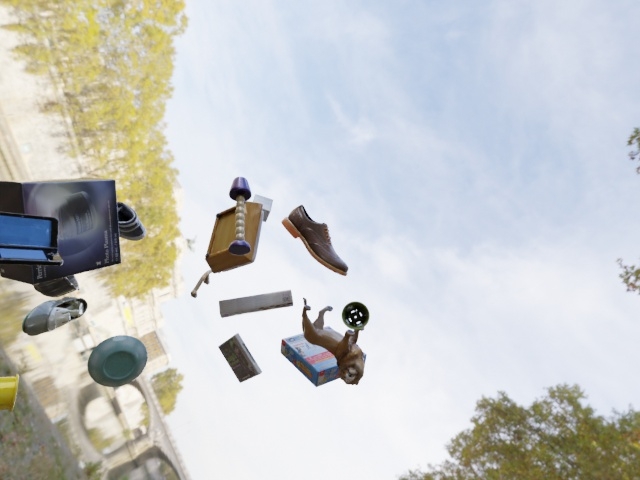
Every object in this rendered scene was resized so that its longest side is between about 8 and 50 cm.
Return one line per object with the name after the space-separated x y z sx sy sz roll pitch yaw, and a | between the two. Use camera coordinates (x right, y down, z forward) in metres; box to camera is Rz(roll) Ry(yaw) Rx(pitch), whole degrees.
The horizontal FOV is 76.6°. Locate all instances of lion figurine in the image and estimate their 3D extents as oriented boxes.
0.043 0.434 1.756 0.392 0.142 0.240 32 -62 29 | lion figurine

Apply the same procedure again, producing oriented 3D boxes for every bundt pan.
-1.148 0.097 1.669 0.331 0.124 0.331 44 -26 29 | bundt pan

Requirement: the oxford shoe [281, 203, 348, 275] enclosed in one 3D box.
0.000 0.000 1.706 0.363 0.133 0.130 44 8 5 | oxford shoe

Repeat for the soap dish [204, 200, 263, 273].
-0.368 -0.020 1.729 0.228 0.118 0.291 -18 -129 32 | soap dish

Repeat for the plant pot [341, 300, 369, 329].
0.106 0.229 1.227 0.083 0.083 0.079 60 -3 14 | plant pot

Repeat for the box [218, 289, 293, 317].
-0.282 0.279 1.791 0.063 0.323 0.067 98 -19 -62 | box

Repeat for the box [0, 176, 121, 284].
-0.818 -0.044 1.276 0.182 0.294 0.296 7 -77 26 | box

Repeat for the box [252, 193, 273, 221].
-0.309 -0.166 2.091 0.101 0.101 0.087 124 -23 -51 | box

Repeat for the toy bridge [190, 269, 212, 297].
-0.494 0.165 1.756 0.026 0.188 0.063 25 -44 13 | toy bridge

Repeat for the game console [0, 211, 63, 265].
-0.558 -0.003 0.761 0.107 0.122 0.071 25 -76 44 | game console

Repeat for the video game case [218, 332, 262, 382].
-0.315 0.457 1.563 0.173 0.022 0.190 57 -42 6 | video game case

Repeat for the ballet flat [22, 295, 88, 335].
-0.637 0.178 0.993 0.213 0.068 0.072 -149 -118 -81 | ballet flat

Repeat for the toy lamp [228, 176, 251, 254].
-0.265 -0.088 1.331 0.080 0.080 0.275 127 -35 -55 | toy lamp

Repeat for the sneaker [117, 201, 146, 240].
-0.832 -0.084 1.565 0.153 0.282 0.099 108 -10 -59 | sneaker

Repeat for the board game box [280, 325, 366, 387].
0.012 0.556 1.988 0.302 0.308 0.086 28 -64 47 | board game box

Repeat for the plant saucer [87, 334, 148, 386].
-0.710 0.433 1.428 0.037 0.195 0.195 18 -57 58 | plant saucer

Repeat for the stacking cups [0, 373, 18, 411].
-0.925 0.380 0.971 0.096 0.316 0.096 -14 -109 48 | stacking cups
